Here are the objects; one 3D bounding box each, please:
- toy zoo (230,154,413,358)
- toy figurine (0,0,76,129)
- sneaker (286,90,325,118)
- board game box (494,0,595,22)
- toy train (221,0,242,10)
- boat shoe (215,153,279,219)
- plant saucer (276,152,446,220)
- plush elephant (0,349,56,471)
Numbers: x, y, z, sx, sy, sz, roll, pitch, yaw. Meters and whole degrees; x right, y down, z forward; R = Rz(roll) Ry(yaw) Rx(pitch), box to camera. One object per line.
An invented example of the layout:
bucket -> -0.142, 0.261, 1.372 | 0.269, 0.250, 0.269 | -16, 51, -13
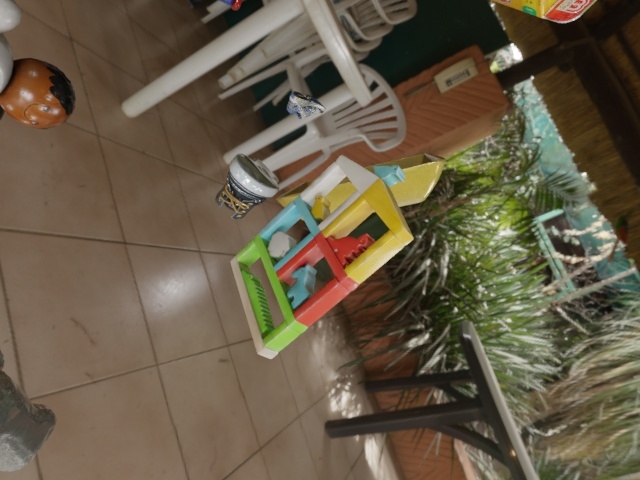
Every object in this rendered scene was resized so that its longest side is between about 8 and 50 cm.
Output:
toy zoo -> 0.000, 0.000, 0.582 | 0.030, 0.293, 0.192 | 37, 16, -42
toy figurine -> -0.261, -0.186, 0.305 | 0.148, 0.210, 0.213 | 27, 75, -62
sneaker -> -0.041, -0.345, 1.078 | 0.052, 0.058, 0.135 | 48, 29, 24
board game box -> 0.158, -0.286, 0.375 | 0.259, 0.124, 0.039 | 49, 4, 33
toy train -> -0.233, -0.678, 1.011 | 0.105, 0.143, 0.248 | 15, 36, -29
boat shoe -> -0.102, -0.062, 0.550 | 0.065, 0.083, 0.183 | 44, 7, -7
plant saucer -> 0.100, -0.117, 0.940 | 0.333, 0.333, 0.081 | -57, 134, -74
plush elephant -> -0.418, 0.147, 0.308 | 0.272, 0.255, 0.330 | -80, -176, -55
